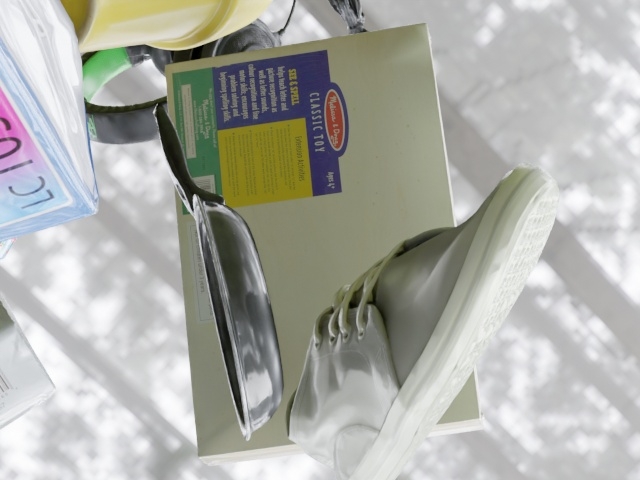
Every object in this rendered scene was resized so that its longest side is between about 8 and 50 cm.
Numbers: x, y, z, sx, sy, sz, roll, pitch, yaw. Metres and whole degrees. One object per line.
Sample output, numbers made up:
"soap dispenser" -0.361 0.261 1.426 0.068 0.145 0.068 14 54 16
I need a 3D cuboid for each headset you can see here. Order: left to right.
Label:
"headset" -0.123 -0.214 2.355 0.394 0.185 0.243 -27 -148 -11

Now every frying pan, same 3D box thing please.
"frying pan" -0.079 0.030 1.541 0.053 0.197 0.326 -12 -153 -6

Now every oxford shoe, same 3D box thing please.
"oxford shoe" 0.065 0.074 1.505 0.169 0.130 0.449 -48 172 -32

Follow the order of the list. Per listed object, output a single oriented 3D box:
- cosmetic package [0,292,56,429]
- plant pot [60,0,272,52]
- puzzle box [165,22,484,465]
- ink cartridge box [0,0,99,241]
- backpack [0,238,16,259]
"cosmetic package" -0.321 0.083 1.642 0.117 0.085 0.231 -31 -151 -7
"plant pot" -0.200 -0.295 1.878 0.254 0.254 0.239 -19 -172 46
"puzzle box" 0.000 0.000 1.837 0.272 0.052 0.409 -8 -108 7
"ink cartridge box" -0.348 -0.087 0.981 0.395 0.270 0.151 -15 -129 7
"backpack" -0.342 -0.069 1.861 0.117 0.158 0.173 -42 -150 10
